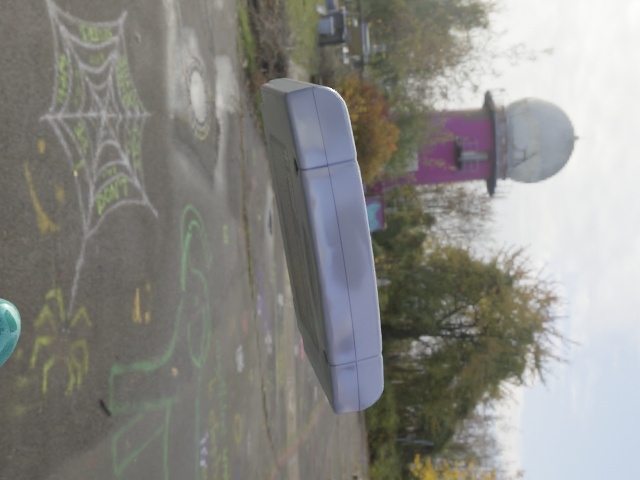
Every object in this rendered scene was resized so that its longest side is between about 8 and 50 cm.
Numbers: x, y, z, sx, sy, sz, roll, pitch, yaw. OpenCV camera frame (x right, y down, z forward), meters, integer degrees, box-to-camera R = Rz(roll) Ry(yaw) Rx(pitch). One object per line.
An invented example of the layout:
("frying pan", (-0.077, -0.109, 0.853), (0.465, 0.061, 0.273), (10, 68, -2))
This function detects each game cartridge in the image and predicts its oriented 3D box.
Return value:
("game cartridge", (0.000, 0.000, 0.642), (0.198, 0.062, 0.297), (-139, -142, -67))

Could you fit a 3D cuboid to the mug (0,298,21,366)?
("mug", (-0.325, 0.088, 0.535), (0.158, 0.130, 0.097), (-15, -111, 51))
